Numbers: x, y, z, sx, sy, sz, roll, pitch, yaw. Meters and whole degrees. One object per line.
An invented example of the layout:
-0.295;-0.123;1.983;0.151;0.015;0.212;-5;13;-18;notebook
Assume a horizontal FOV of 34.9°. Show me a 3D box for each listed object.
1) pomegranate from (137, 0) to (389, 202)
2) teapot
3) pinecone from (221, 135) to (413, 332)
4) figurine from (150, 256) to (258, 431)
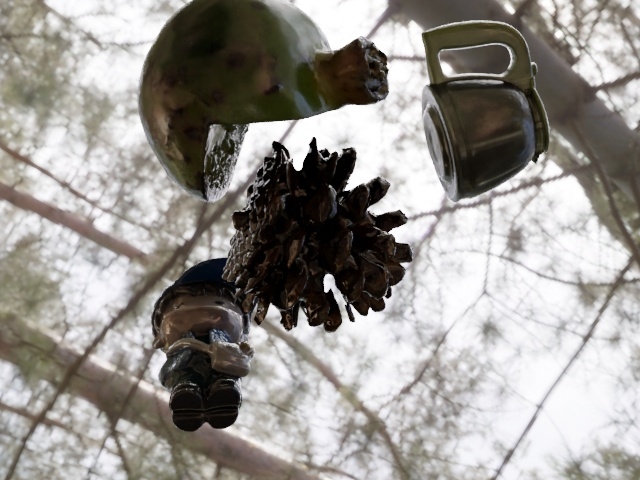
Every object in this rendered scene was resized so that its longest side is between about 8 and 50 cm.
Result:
-0.047;-0.110;0.678;0.169;0.122;0.143;-30;-179;30;pomegranate
0.126;-0.096;0.764;0.091;0.124;0.092;-15;-139;-5;teapot
-0.001;-0.001;0.693;0.140;0.121;0.140;-51;-153;40;pinecone
-0.082;0.077;0.744;0.086;0.087;0.149;-9;-145;-4;figurine
